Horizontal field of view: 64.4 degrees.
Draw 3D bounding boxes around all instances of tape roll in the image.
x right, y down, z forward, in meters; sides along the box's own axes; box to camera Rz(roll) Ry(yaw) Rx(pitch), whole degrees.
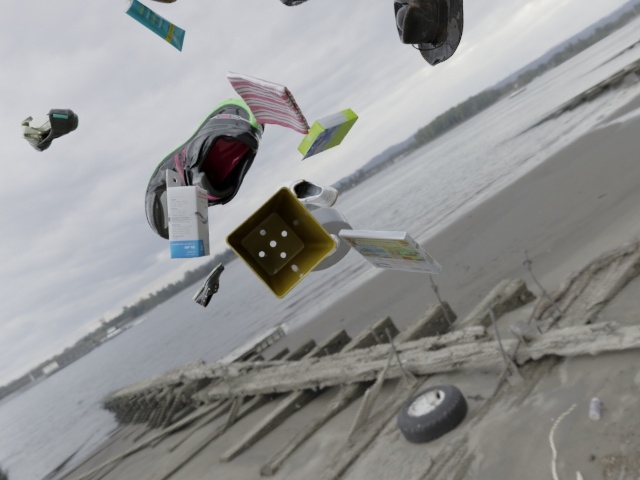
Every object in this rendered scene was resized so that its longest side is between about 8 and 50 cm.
[{"bbox_3d":[0.000,0.000,1.656,0.219,0.072,0.219,-19,-41,-18],"label":"tape roll"}]

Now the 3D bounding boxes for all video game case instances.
[{"bbox_3d":[0.195,0.030,1.422,0.227,0.206,0.026,4,64,44],"label":"video game case"}]

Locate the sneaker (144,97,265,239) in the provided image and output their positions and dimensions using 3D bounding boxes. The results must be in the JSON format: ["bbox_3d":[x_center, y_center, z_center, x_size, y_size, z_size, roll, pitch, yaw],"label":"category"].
[{"bbox_3d":[-0.326,-0.165,1.351,0.483,0.185,0.202,-47,33,28],"label":"sneaker"}]

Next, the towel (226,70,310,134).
[{"bbox_3d":[-0.112,-0.301,1.133,0.029,0.144,0.197,-69,-19,-9],"label":"towel"}]

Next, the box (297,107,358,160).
[{"bbox_3d":[0.015,-0.278,1.328,0.178,0.042,0.109,-33,-13,-46],"label":"box"}]

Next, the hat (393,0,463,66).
[{"bbox_3d":[0.283,-0.657,1.459,0.134,0.331,0.331,-8,-1,-9],"label":"hat"}]

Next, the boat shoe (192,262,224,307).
[{"bbox_3d":[-0.261,0.108,1.225,0.133,0.042,0.049,-54,-2,28],"label":"boat shoe"}]

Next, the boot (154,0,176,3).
[{"bbox_3d":[-0.583,-0.763,1.521,0.112,0.305,0.115,127,154,-59],"label":"boot"}]

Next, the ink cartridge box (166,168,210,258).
[{"bbox_3d":[-0.272,-0.055,1.051,0.060,0.180,0.104,-2,1,0],"label":"ink cartridge box"}]

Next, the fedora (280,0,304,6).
[{"bbox_3d":[0.007,-0.461,0.761,0.334,0.152,0.334,-23,29,14],"label":"fedora"}]

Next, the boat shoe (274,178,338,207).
[{"bbox_3d":[-0.070,-0.178,1.793,0.277,0.098,0.096,6,-14,39],"label":"boat shoe"}]

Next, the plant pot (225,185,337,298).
[{"bbox_3d":[-0.118,0.008,1.385,0.212,0.212,0.187,-43,7,-11],"label":"plant pot"}]

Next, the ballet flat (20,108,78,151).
[{"bbox_3d":[-0.840,-0.342,1.536,0.280,0.095,0.096,-14,-8,38],"label":"ballet flat"}]

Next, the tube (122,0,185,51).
[{"bbox_3d":[-0.514,-0.680,1.594,0.052,0.080,0.207,4,-12,39],"label":"tube"}]
